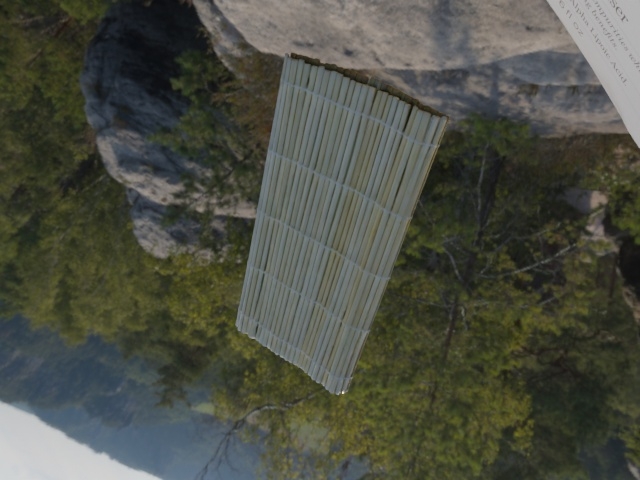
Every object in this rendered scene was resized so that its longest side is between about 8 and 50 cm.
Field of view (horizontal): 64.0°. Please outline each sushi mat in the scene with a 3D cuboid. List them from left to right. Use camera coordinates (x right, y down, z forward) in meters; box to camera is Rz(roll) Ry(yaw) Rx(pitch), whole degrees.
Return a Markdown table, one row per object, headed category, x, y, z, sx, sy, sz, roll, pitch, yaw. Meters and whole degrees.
| category | x | y | z | sx | sy | sz | roll | pitch | yaw |
| --- | --- | --- | --- | --- | --- | --- | --- | --- | --- |
| sushi mat | 0.000 | 0.000 | 0.490 | 0.151 | 0.019 | 0.317 | 27 | 122 | 20 |

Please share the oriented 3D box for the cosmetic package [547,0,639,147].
| category | x | y | z | sx | sy | sz | roll | pitch | yaw |
| --- | --- | --- | --- | --- | --- | --- | --- | --- | --- |
| cosmetic package | 0.214 | -0.189 | 0.201 | 0.217 | 0.156 | 0.385 | 61 | -167 | 8 |
